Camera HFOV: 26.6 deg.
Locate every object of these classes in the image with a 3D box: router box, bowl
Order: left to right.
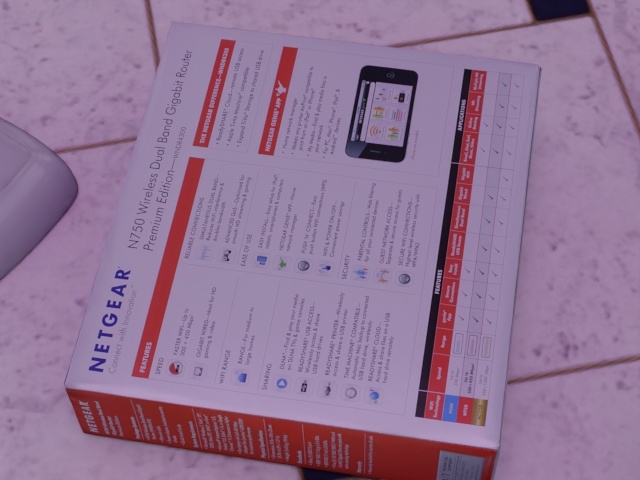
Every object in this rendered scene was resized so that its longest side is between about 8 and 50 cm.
[{"bbox_3d":[-0.282,-0.044,1.069,0.142,0.053,0.142,30,63,20],"label":"bowl"},{"bbox_3d":[0.000,0.000,1.017,0.301,0.082,0.335,8,59,7],"label":"router box"}]
